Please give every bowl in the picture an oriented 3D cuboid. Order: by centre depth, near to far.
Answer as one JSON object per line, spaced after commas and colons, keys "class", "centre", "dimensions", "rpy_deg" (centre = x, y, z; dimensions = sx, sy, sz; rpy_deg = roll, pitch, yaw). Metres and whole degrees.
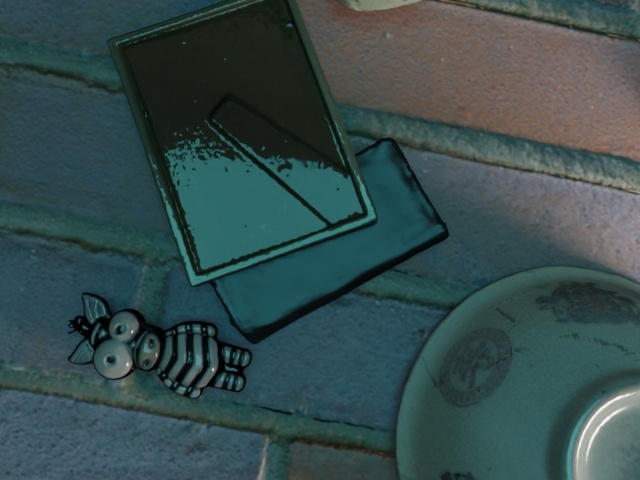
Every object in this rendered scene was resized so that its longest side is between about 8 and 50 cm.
{"class": "bowl", "centre": [0.311, 0.235, 0.851], "dimensions": [0.434, 0.196, 0.435], "rpy_deg": [1, 84, -6]}

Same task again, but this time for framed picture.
{"class": "framed picture", "centre": [-0.094, -0.132, 0.930], "dimensions": [0.240, 0.020, 0.324], "rpy_deg": [-21, 83, -5]}

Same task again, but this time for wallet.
{"class": "wallet", "centre": [0.000, 0.000, 0.941], "dimensions": [0.285, 0.030, 0.146], "rpy_deg": [-29, 91, -4]}

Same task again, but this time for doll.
{"class": "doll", "centre": [-0.190, 0.128, 0.904], "dimensions": [0.219, 0.067, 0.091], "rpy_deg": [14, 90, -1]}

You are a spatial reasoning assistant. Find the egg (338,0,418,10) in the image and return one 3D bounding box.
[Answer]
{"class": "egg", "centre": [0.087, -0.334, 0.919], "dimensions": [0.164, 0.131, 0.131], "rpy_deg": [-35, 90, 18]}
